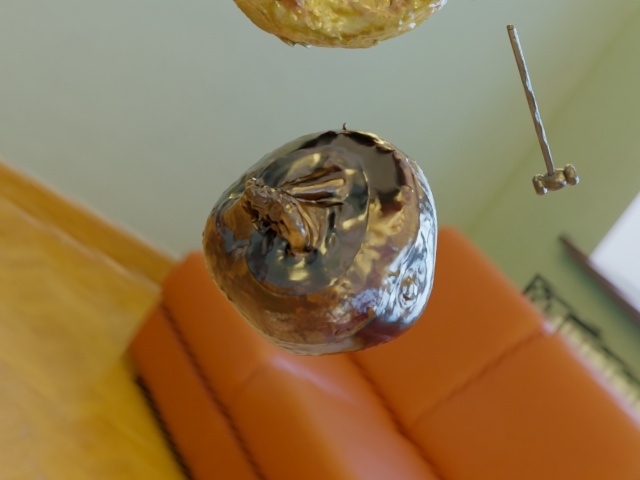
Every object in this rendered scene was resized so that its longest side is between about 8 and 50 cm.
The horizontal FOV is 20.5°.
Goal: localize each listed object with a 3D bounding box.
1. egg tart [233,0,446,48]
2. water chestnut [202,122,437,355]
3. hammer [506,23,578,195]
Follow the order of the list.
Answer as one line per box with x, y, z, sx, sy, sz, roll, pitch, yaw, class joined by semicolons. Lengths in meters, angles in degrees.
0.021;-0.336;1.776;0.295;0.295;0.116;35;6;-10;egg tart
0.000;0.000;1.652;0.223;0.223;0.238;44;-8;34;water chestnut
0.272;-0.165;2.231;0.292;0.058;0.029;67;5;-45;hammer
